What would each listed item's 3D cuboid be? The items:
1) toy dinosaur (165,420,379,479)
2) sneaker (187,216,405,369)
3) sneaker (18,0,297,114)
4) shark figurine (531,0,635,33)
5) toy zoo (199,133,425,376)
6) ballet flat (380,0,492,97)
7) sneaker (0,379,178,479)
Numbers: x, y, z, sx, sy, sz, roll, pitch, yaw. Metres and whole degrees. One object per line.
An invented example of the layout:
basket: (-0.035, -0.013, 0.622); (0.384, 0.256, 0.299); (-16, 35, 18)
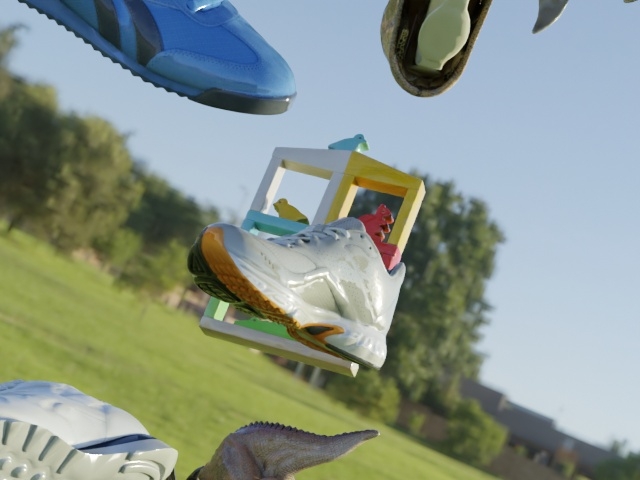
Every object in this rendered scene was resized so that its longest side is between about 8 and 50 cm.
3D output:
toy dinosaur: (-0.086, 0.251, 1.321); (0.127, 0.295, 0.200); (24, 20, -45)
sneaker: (-0.015, 0.021, 1.226); (0.099, 0.121, 0.262); (14, -12, 37)
sneaker: (-0.096, -0.141, 0.729); (0.209, 0.082, 0.069); (33, 22, 13)
shark figurine: (0.270, -0.270, 1.155); (0.116, 0.166, 0.278); (61, -19, -15)
toy zoo: (0.000, 0.000, 1.602); (0.192, 0.293, 0.030); (15, -23, 19)
ballet flat: (0.123, -0.247, 1.115); (0.107, 0.106, 0.316); (11, -50, -2)
sneaker: (-0.191, 0.127, 0.845); (0.095, 0.090, 0.235); (41, 8, 29)
